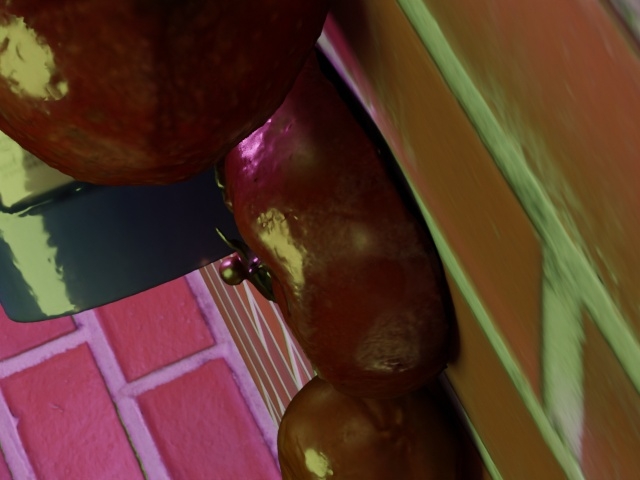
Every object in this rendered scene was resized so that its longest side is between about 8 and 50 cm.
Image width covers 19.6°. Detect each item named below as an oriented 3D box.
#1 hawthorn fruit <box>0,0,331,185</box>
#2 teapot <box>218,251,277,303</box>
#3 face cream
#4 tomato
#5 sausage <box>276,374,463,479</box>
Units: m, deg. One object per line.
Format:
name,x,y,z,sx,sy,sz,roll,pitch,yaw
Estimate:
hawthorn fruit,-0.090,-0.130,0.953,0.205,0.205,0.253,66,165,-2
teapot,-0.052,0.015,1.629,0.129,0.078,0.098,172,74,-83
face cream,-0.153,-0.089,1.338,0.249,0.249,0.225,-147,37,-78
tomato,-0.003,0.002,1.126,0.228,0.101,0.228,63,176,8
sausage,0.033,0.159,1.289,0.258,0.133,0.133,77,167,-66
